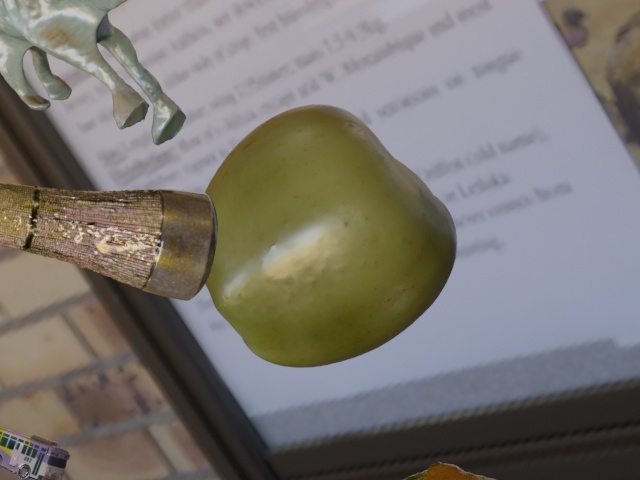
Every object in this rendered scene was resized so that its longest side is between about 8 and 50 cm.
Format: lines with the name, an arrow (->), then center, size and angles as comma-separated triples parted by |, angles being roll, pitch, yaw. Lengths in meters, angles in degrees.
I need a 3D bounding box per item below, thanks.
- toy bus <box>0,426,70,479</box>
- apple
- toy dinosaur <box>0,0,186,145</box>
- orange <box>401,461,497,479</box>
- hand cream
toy bus -> -0.377, 0.279, 1.822 | 0.102, 0.052, 0.058 | 13, 79, 27
apple -> 0.000, 0.000, 1.924 | 0.357, 0.357, 0.357 | -31, 12, 7
toy dinosaur -> -0.176, -0.166, 1.063 | 0.092, 0.205, 0.393 | -40, 2, -29
orange -> 0.166, 0.347, 1.489 | 0.179, 0.237, 0.158 | -48, 36, -7
hand cream -> -0.181, -0.008, 1.042 | 0.203, 0.084, 0.084 | 9, -2, -20
